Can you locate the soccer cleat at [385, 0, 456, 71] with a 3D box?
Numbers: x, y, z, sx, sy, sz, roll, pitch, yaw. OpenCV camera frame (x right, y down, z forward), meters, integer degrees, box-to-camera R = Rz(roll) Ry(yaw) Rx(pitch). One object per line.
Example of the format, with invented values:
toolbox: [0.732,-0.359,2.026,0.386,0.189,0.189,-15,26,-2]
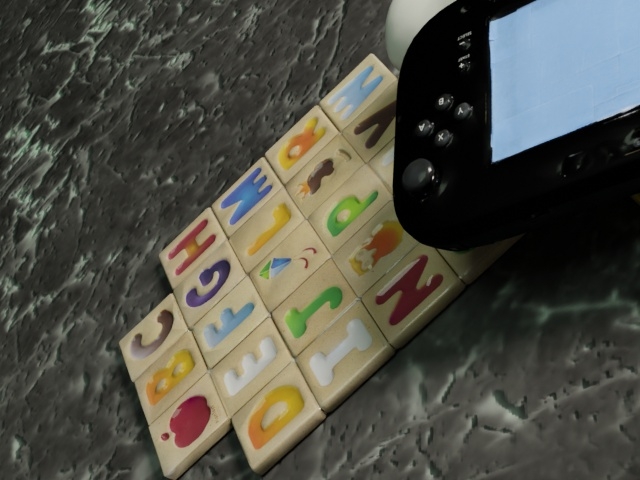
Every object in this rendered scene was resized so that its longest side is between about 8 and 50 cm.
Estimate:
soccer cleat: [0.156,-0.207,0.818,0.331,0.143,0.116,-24,56,28]

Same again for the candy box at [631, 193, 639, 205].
candy box: [0.213,-0.046,0.713,0.105,0.027,0.206,-40,33,7]

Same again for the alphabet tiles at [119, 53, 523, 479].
alphabet tiles: [0.000,0.000,0.929,0.342,0.011,0.285,-43,33,7]

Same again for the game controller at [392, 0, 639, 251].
game controller: [0.169,-0.104,0.718,0.319,0.067,0.166,-21,60,36]
